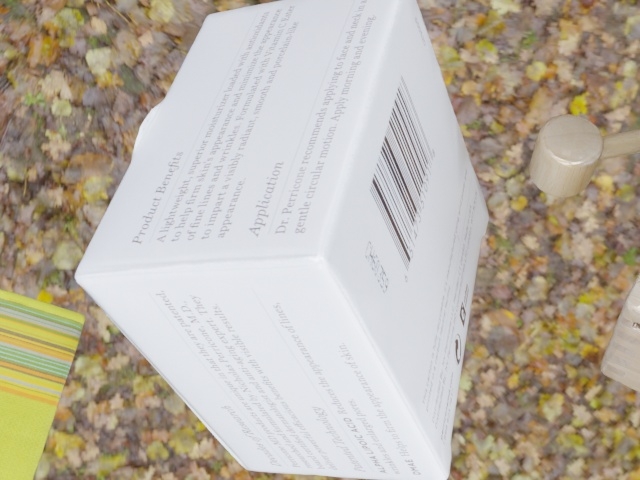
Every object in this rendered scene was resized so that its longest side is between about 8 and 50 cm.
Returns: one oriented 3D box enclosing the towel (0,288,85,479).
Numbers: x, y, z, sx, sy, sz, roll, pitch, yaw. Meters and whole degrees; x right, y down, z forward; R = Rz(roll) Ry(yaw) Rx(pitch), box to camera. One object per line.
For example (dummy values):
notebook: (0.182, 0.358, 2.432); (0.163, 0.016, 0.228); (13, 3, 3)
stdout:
towel: (-0.231, 0.124, 0.565); (0.102, 0.237, 0.021); (19, 130, -14)

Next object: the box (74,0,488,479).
box: (0.000, 0.000, 0.443); (0.119, 0.181, 0.182); (-3, 139, 25)

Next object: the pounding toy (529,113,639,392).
pounding toy: (0.193, -0.018, 0.398); (0.181, 0.206, 0.094); (-56, 158, -19)
